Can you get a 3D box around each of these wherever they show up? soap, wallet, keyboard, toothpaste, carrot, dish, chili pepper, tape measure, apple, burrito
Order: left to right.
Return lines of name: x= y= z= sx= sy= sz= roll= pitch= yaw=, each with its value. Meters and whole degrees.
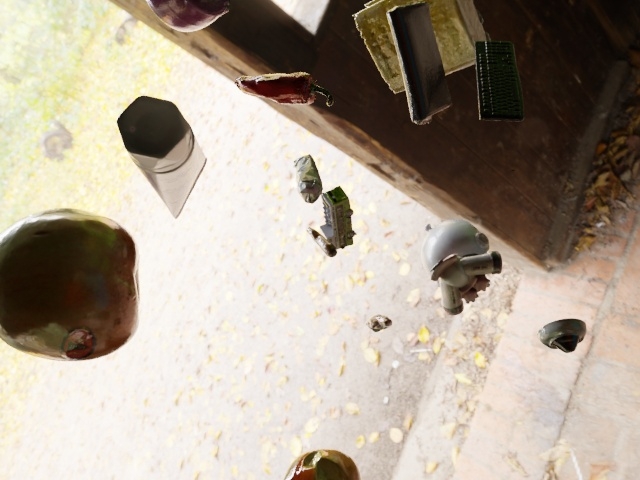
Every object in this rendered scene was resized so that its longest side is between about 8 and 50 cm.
apple: x=-0.559 y=0.101 z=1.106 sx=0.338 sy=0.305 sz=0.338 roll=179 pitch=90 yaw=-70
toothpaste: x=-0.212 y=-0.112 z=0.731 sx=0.125 sy=0.080 sz=0.371 roll=-66 pitch=6 yaw=-8
tape measure: x=-0.351 y=-0.679 z=1.303 sx=0.149 sy=0.245 sz=0.231 roll=-12 pitch=21 yaw=33
chili pepper: x=-0.129 y=-0.517 z=1.705 sx=0.388 sy=0.110 sz=0.110 roll=10 pitch=75 yaw=20
burrito: x=-0.030 y=-0.144 z=1.160 sx=0.064 sy=0.064 sz=0.203 roll=-50 pitch=23 yaw=18
carrot: x=0.001 y=0.001 z=1.450 sx=0.035 sy=0.036 sz=0.165 roll=-56 pitch=40 yaw=10
apple: x=0.004 y=0.540 z=1.079 sx=0.199 sy=0.199 sz=0.199 roll=-27 pitch=50 yaw=38
chili pepper: x=0.153 y=0.210 z=1.296 sx=0.153 sy=0.050 sz=0.041 roll=119 pitch=144 yaw=-70
wallet: x=0.218 y=-0.383 z=1.091 sx=0.044 sy=0.250 sz=0.149 roll=-2 pitch=24 yaw=45
soap: x=0.315 y=-0.650 z=1.561 sx=0.335 sy=0.293 sz=0.156 roll=-8 pitch=33 yaw=40
keyboard: x=0.391 y=-0.319 z=1.107 sx=0.104 sy=0.041 sz=0.380 roll=4 pitch=62 yaw=7
dish: x=0.720 y=0.297 z=1.479 sx=0.141 sy=0.141 sz=0.078 roll=-34 pitch=41 yaw=33

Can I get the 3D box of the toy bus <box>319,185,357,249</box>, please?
toy bus: x=0.069 y=-0.089 z=2.189 sx=0.139 sy=0.301 sz=0.113 roll=-22 pitch=49 yaw=-12

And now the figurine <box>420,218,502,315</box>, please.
figurine: x=0.460 y=0.056 z=1.689 sx=0.253 sy=0.211 sz=0.361 roll=-38 pitch=12 yaw=20
